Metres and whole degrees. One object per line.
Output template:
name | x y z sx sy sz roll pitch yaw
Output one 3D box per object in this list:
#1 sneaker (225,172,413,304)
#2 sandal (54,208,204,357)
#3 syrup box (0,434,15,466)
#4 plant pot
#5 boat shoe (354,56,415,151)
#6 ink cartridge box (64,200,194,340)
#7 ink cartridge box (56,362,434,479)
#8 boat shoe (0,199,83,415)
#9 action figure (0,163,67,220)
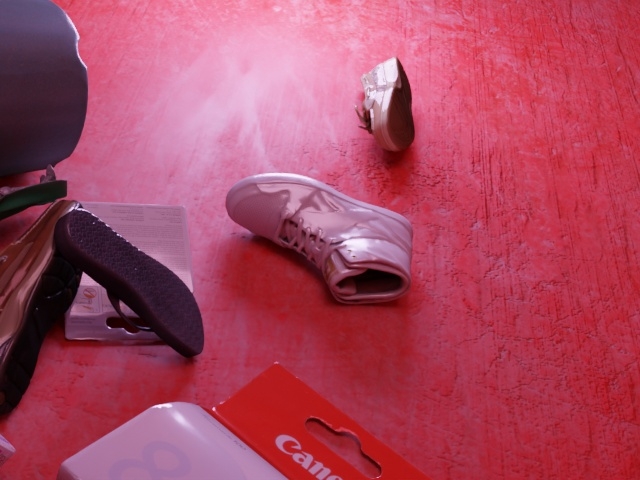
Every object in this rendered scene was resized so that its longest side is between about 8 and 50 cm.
sneaker | 0.000 0.000 1.650 0.293 0.108 0.169 13 32 -7
sandal | -0.241 0.056 1.430 0.254 0.054 0.097 46 30 -25
syrup box | -0.448 0.180 1.208 0.237 0.096 0.093 36 76 25
plant pot | -0.527 -0.213 1.562 0.334 0.341 0.341 -7 41 -42
boat shoe | 0.113 -0.236 2.037 0.089 0.104 0.285 -18 27 16
ink cartridge box | -0.266 0.050 1.541 0.181 0.056 0.224 2 56 -20
ink cartridge box | -0.052 0.278 1.269 0.308 0.091 0.385 34 40 23
boat shoe | -0.383 0.064 1.380 0.120 0.122 0.324 10 43 7
action figure | -0.467 -0.040 1.520 0.232 0.137 0.063 -22 84 -28
